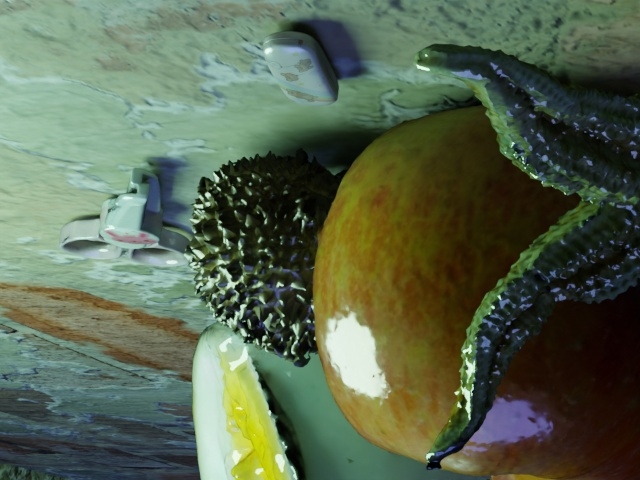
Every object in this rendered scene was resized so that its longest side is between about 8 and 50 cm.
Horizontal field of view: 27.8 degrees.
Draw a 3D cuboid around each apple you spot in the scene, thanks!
[{"bbox_3d":[0.155,0.044,0.804,0.293,0.251,0.163,15,168,-28],"label":"apple"}]

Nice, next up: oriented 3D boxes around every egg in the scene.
[{"bbox_3d":[0.081,0.208,1.242,0.340,0.354,0.354,-12,169,-20],"label":"egg"}]

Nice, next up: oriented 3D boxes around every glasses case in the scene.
[{"bbox_3d":[-0.011,-0.102,0.773,0.032,0.021,0.083,3,163,14],"label":"glasses case"}]

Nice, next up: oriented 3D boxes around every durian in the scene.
[{"bbox_3d":[0.000,0.000,0.909,0.196,0.167,0.196,-18,161,-6],"label":"durian"}]

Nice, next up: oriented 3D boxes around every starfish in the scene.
[{"bbox_3d":[0.205,-0.019,0.649,0.358,0.078,0.347,-9,127,-13],"label":"starfish"}]

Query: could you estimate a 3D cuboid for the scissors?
[{"bbox_3d":[-0.156,-0.014,1.076,0.118,0.030,0.242,7,165,-11],"label":"scissors"}]
